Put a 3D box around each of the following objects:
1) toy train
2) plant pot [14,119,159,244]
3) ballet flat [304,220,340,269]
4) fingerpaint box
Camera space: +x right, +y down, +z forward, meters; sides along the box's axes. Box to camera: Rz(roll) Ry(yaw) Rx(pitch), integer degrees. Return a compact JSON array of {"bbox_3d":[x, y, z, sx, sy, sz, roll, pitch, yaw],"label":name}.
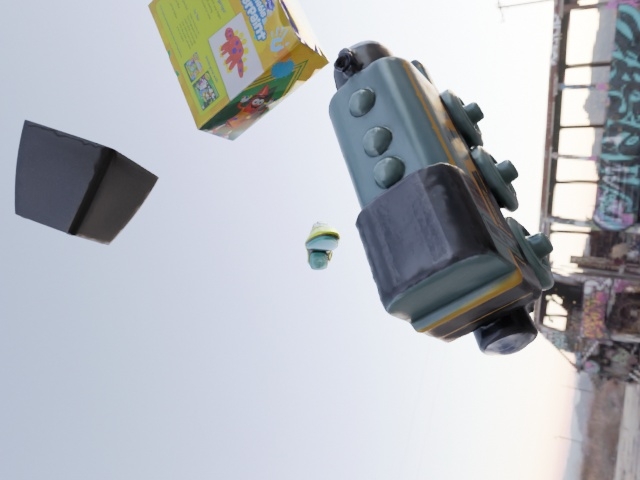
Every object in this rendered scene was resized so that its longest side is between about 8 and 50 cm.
[{"bbox_3d":[0.104,-0.055,0.497,0.190,0.142,0.334,27,-140,-46],"label":"toy train"},{"bbox_3d":[-0.450,-0.094,0.965,0.188,0.187,0.167,53,-124,-77],"label":"plant pot"},{"bbox_3d":[0.000,0.000,1.194,0.231,0.077,0.077,104,168,-68],"label":"ballet flat"},{"bbox_3d":[-0.234,-0.569,1.411,0.163,0.371,0.445,5,-124,-60],"label":"fingerpaint box"}]
